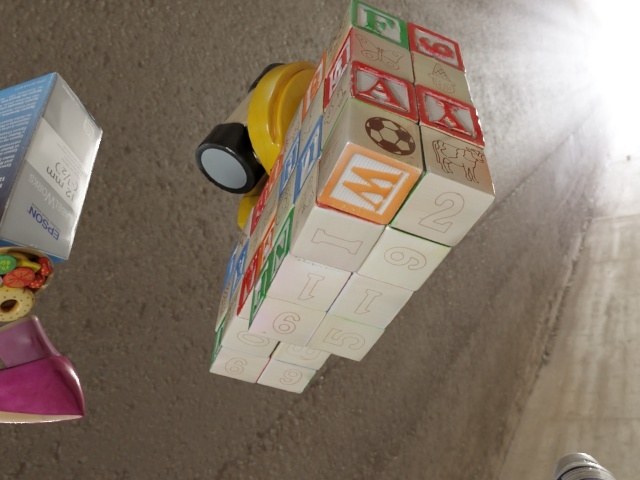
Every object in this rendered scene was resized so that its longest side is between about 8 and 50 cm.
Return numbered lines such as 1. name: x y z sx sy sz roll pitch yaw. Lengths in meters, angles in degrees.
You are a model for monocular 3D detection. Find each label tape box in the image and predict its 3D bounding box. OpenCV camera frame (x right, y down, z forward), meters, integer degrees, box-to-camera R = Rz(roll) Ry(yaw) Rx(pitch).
1. label tape box: -0.414 -0.021 0.711 0.115 0.249 0.347 63 17 -48

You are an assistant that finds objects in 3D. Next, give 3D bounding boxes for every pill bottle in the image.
1. pill bottle: 0.428 0.420 0.977 0.187 0.112 0.112 -43 120 -76

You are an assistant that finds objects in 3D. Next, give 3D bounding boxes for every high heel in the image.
1. high heel: -0.549 0.276 0.908 0.181 0.377 0.127 54 -14 14

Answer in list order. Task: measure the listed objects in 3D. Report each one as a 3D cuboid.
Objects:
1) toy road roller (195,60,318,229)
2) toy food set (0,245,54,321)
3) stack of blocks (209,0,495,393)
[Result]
1. toy road roller: 0.008 -0.094 0.886 0.202 0.240 0.329 -59 132 -34
2. toy food set: -0.271 0.036 0.529 0.082 0.083 0.020 31 23 -57
3. stack of blocks: 0.000 0.000 0.470 0.087 0.297 0.171 18 44 -14
